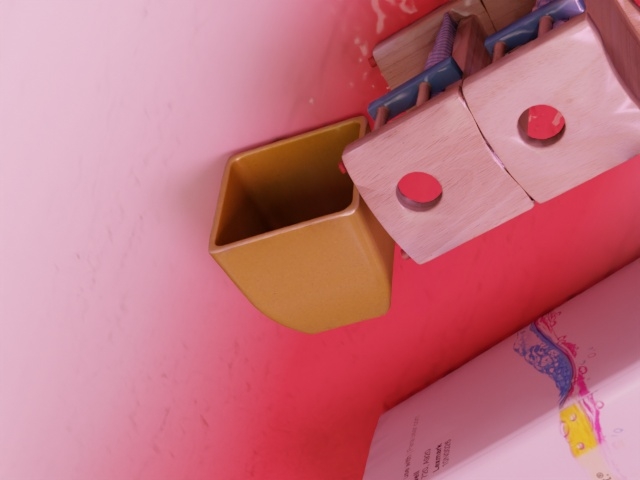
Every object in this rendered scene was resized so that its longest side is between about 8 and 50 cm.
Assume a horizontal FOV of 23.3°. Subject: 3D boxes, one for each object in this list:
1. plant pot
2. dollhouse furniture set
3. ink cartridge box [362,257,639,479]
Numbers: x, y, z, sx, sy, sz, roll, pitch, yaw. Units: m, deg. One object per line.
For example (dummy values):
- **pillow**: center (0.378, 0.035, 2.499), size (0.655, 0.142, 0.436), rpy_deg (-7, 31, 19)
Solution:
- **plant pot**: center (0.000, 0.000, 0.803), size (0.081, 0.081, 0.083), rpy_deg (-16, 127, 18)
- **dollhouse furniture set**: center (0.050, -0.114, 0.698), size (0.129, 0.129, 0.183), rpy_deg (-28, 111, 23)
- **ink cartridge box**: center (0.187, 0.125, 0.813), size (0.278, 0.117, 0.201), rpy_deg (-34, 108, 24)
